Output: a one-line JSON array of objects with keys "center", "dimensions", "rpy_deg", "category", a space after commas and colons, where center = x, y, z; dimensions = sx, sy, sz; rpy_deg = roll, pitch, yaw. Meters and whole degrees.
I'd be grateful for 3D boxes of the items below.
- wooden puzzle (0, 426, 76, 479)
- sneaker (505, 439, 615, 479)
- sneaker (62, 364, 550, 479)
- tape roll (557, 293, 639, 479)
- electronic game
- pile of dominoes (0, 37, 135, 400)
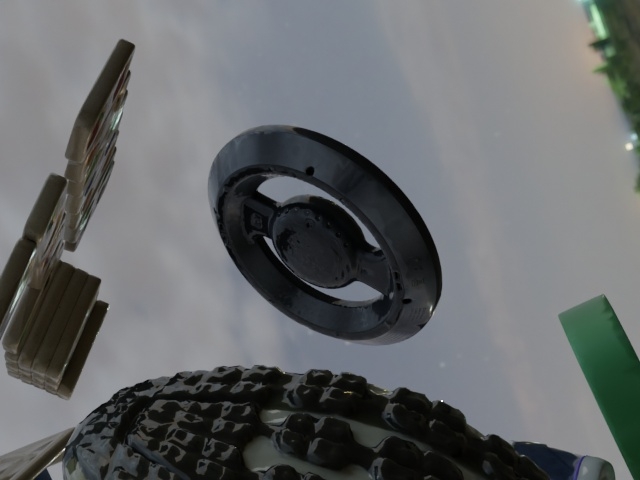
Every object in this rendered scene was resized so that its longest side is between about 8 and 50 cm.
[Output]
[{"center": [-0.439, 0.324, 1.255], "dimensions": [0.080, 0.322, 0.348], "rpy_deg": [67, -166, -1], "category": "wooden puzzle"}, {"center": [0.243, 0.417, 1.537], "dimensions": [0.130, 0.236, 0.322], "rpy_deg": [49, -129, -47], "category": "sneaker"}, {"center": [0.069, 0.204, 0.406], "dimensions": [0.410, 0.182, 0.158], "rpy_deg": [34, -160, 1], "category": "sneaker"}, {"center": [0.438, 0.236, 1.670], "dimensions": [0.321, 0.077, 0.321], "rpy_deg": [61, -171, -18], "category": "tape roll"}, {"center": [0.000, 0.000, 1.003], "dimensions": [0.048, 0.229, 0.229], "rpy_deg": [-48, -57, -37], "category": "electronic game"}, {"center": [-0.121, 0.024, 0.570], "dimensions": [0.251, 0.040, 0.196], "rpy_deg": [137, 156, -72], "category": "pile of dominoes"}]
